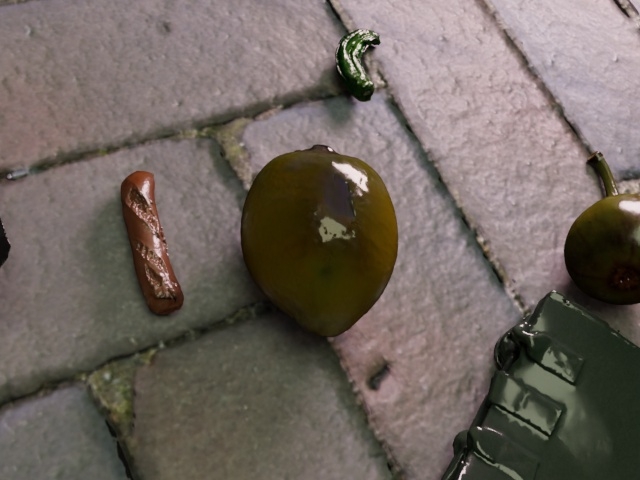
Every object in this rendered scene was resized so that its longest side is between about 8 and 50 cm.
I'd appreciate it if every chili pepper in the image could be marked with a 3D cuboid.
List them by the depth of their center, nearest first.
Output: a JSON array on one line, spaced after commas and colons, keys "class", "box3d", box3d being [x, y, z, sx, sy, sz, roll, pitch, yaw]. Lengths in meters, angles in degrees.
[{"class": "chili pepper", "box3d": [0.041, -0.212, 0.971, 0.055, 0.035, 0.118, 25, 47, -17]}]

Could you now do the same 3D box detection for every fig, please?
[{"class": "fig", "box3d": [0.331, -0.023, 0.925, 0.124, 0.124, 0.236, 19, 34, -6]}]

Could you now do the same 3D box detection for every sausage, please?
[{"class": "sausage", "box3d": [-0.165, -0.002, 0.787, 0.036, 0.042, 0.158, -25, 63, 13]}]

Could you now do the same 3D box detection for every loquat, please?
[{"class": "loquat", "box3d": [0.000, 0.000, 0.775, 0.152, 0.152, 0.195, 2, 69, -16]}]

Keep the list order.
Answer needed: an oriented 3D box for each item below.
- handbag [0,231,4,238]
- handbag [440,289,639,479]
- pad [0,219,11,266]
[{"class": "handbag", "box3d": [-0.433, 0.039, 0.650, 0.268, 0.100, 0.274, 28, 58, -5]}, {"class": "handbag", "box3d": [0.259, 0.209, 0.770, 0.260, 0.079, 0.247, 34, 57, 4]}, {"class": "pad", "box3d": [-0.395, -0.014, 0.629, 0.267, 0.004, 0.181, -19, 70, -27]}]
